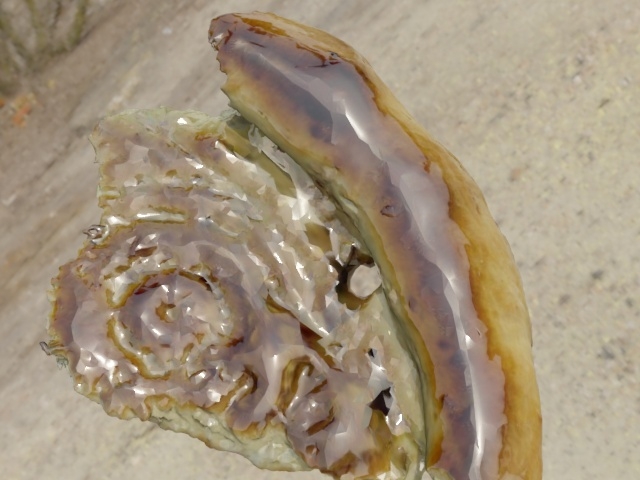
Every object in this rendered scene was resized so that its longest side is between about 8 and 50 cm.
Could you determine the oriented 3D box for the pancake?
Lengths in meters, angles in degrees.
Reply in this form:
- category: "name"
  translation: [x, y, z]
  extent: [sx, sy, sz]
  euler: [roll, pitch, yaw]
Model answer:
- category: "pancake"
  translation: [0.000, 0.000, 0.475]
  extent: [0.056, 0.257, 0.212]
  euler: [80, -150, -71]
